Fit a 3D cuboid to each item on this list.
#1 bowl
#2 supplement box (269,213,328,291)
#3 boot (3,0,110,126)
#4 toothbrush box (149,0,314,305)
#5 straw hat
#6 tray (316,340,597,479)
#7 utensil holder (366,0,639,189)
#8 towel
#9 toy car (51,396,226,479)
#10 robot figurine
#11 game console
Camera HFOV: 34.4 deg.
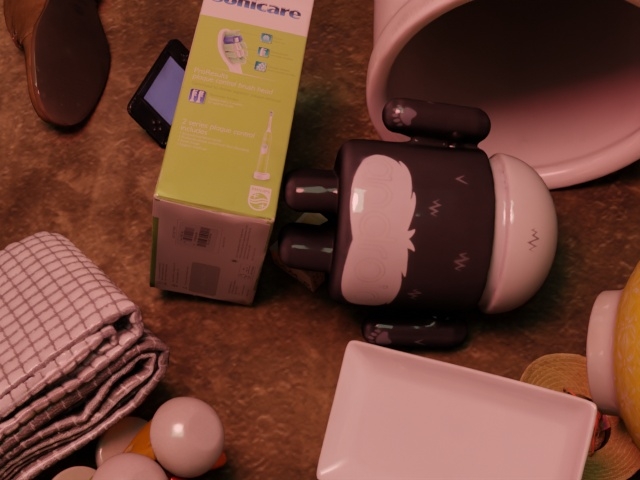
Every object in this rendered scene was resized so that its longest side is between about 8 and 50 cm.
[{"bbox_3d":[0.328,0.103,0.915,0.156,0.289,0.289,-1,57,30],"label":"bowl"},{"bbox_3d":[0.000,0.000,1.147,0.062,0.036,0.098,36,70,25],"label":"supplement box"},{"bbox_3d":[-0.353,-0.265,1.347,0.115,0.112,0.305,-24,58,30],"label":"boot"},{"bbox_3d":[-0.096,-0.104,1.110,0.122,0.206,0.283,12,62,-4],"label":"toothbrush box"},{"bbox_3d":[0.239,0.180,0.985,0.145,0.061,0.144,10,54,-15],"label":"straw hat"},{"bbox_3d":[0.121,0.189,0.955,0.270,0.030,0.145,10,83,39],"label":"tray"},{"bbox_3d":[0.215,-0.301,1.129,0.328,0.327,0.385,-2,58,8],"label":"utensil holder"},{"bbox_3d":[-0.316,0.137,1.030,0.284,0.121,0.235,-38,39,-15],"label":"towel"},{"bbox_3d":[-0.159,0.242,0.972,0.136,0.159,0.182,55,47,-10],"label":"toy car"},{"bbox_3d":[0.098,-0.014,1.047,0.278,0.209,0.173,4,50,-4],"label":"robot figurine"},{"bbox_3d":[-0.156,-0.172,1.258,0.071,0.107,0.122,1,54,43],"label":"game console"}]
